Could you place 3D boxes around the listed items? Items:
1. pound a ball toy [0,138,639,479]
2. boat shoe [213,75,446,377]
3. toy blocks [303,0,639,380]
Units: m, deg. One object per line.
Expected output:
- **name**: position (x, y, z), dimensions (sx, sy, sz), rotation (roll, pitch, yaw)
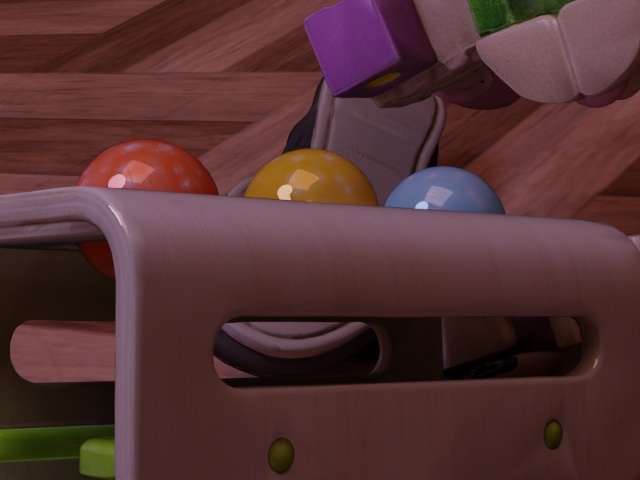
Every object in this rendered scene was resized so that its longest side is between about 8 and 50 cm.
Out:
- **pound a ball toy**: position (-0.049, 0.033, 0.685), dimensions (0.319, 0.135, 0.208), rotation (3, -5, -44)
- **boat shoe**: position (0.000, 0.000, 0.988), dimensions (0.112, 0.095, 0.335), rotation (27, 31, 0)
- **toy blocks**: position (0.165, -0.118, 0.886), dimensions (0.289, 0.308, 0.260), rotation (-21, -7, 29)
